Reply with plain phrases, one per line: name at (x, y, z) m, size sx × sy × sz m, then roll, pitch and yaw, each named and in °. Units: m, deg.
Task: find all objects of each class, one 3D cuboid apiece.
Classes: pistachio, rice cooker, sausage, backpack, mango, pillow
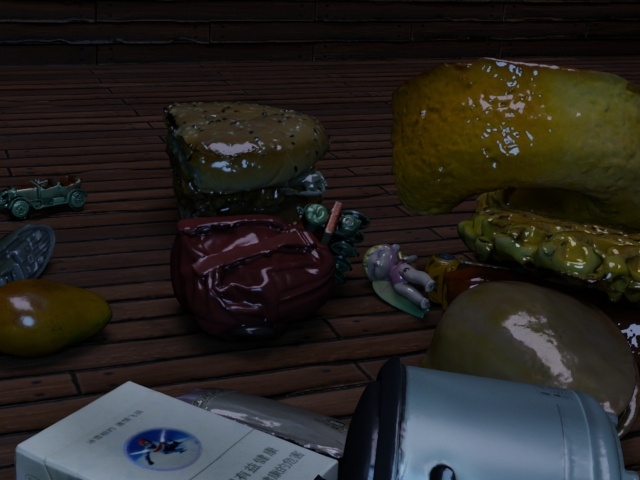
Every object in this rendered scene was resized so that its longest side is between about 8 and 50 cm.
pistachio at (0.242, 0.138, 1.133) m, size 0.213 × 0.163 × 0.260 m, roll -42°, pitch 41°, yaw -16°
rice cooker at (0.103, 0.217, 0.788) m, size 0.227 × 0.241 × 0.280 m, roll 9°, pitch -16°, yaw 1°
sausage at (0.322, 0.108, 1.320) m, size 0.348 × 0.094 × 0.097 m, roll 16°, pitch 11°, yaw 18°
backpack at (-0.085, 0.042, 1.366) m, size 0.229 × 0.138 × 0.229 m, roll 0°, pitch 21°, yaw 0°
mango at (-0.341, 0.093, 1.271) m, size 0.111 × 0.089 × 0.163 m, roll 27°, pitch 19°, yaw 24°
pillow at (-0.048, 0.191, 1.082) m, size 0.233 × 0.038 × 0.131 m, roll 12°, pitch -1°, yaw 22°

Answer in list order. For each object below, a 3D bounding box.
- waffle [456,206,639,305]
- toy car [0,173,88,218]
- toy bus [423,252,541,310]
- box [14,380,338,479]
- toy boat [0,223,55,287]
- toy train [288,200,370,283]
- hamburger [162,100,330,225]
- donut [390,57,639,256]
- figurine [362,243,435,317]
waffle at (0.372, 0.030, 1.330) m, size 0.382 × 0.095 × 0.379 m, roll 12°, pitch 7°, yaw -9°
toy car at (-0.474, -0.076, 1.754) m, size 0.143 × 0.054 × 0.073 m, roll -11°, pitch 24°, yaw -37°
toy bus at (0.221, 0.070, 1.441) m, size 0.162 × 0.069 × 0.074 m, roll 10°, pitch 22°, yaw 16°
box at (-0.134, 0.227, 0.960) m, size 0.256 × 0.069 × 0.164 m, roll 15°, pitch 23°, yaw 28°
toy boat at (-0.423, 0.036, 1.418) m, size 0.085 × 0.078 × 0.260 m, roll -10°, pitch 18°, yaw 14°
toy train at (0.000, 0.000, 1.483) m, size 0.118 × 0.176 × 0.074 m, roll 19°, pitch 64°, yaw 0°
hamburger at (-0.123, -0.122, 1.739) m, size 0.277 × 0.195 × 0.318 m, roll -5°, pitch 24°, yaw -18°
donut at (0.323, -0.100, 1.506) m, size 0.378 × 0.163 × 0.435 m, roll -12°, pitch -29°, yaw 38°
figurine at (0.119, 0.054, 1.479) m, size 0.083 × 0.083 × 0.187 m, roll -5°, pitch 15°, yaw -22°
